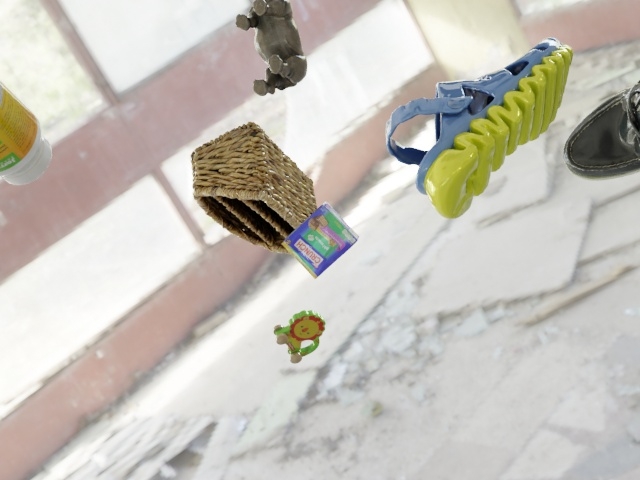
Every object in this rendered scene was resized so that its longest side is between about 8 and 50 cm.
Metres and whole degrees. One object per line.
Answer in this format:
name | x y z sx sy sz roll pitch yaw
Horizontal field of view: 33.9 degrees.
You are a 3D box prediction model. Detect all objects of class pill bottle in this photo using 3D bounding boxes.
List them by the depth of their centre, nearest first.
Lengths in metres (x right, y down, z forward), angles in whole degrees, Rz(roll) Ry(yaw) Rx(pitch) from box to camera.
pill bottle | -0.543 -0.188 1.713 0.136 0.245 0.136 -6 65 14

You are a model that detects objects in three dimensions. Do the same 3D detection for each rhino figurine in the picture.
rhino figurine | -0.080 -0.348 1.632 0.073 0.243 0.106 -11 3 31

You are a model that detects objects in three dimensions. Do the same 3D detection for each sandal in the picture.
sandal | 0.195 -0.163 1.281 0.138 0.126 0.317 32 52 27

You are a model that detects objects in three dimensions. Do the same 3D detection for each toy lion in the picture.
toy lion | -0.032 0.173 1.943 0.096 0.100 0.034 -26 41 6

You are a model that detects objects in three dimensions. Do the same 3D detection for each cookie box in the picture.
cookie box | 0.000 0.000 1.884 0.107 0.092 0.040 -43 2 13

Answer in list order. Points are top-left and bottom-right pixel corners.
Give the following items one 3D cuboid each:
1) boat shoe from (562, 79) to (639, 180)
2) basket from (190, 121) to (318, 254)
boat shoe | 0.490 -0.183 1.482 0.340 0.127 0.113 -19 -11 28
basket | -0.148 -0.073 2.304 0.214 0.299 0.223 -24 55 17
